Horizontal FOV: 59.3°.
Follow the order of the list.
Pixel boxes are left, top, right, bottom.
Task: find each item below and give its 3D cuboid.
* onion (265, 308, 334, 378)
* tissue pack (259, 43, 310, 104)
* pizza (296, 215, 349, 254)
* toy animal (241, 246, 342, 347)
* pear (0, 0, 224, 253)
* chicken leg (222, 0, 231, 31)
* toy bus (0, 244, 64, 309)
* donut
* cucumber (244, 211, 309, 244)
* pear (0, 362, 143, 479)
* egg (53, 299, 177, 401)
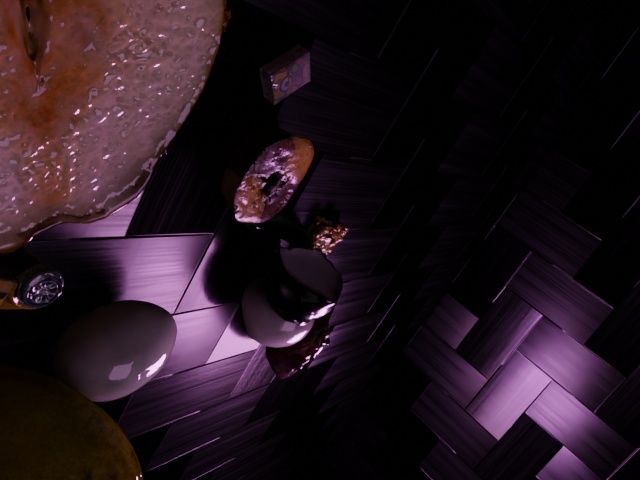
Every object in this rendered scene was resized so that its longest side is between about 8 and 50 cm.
[{"bbox_3d":[-0.055,0.231,1.426,0.227,0.120,0.283,-57,-173,-22],"label":"onion"},{"bbox_3d":[-0.054,-0.264,0.895,0.083,0.035,0.063,-38,153,-20],"label":"tissue pack"},{"bbox_3d":[0.000,0.001,1.338,0.175,0.046,0.134,-40,153,-17],"label":"pizza"},{"bbox_3d":[-0.074,0.136,1.263,0.187,0.165,0.235,7,137,-41],"label":"toy animal"},{"bbox_3d":[-0.268,-0.194,0.466,0.340,0.191,0.386,-23,148,-41],"label":"pear"},{"bbox_3d":[-0.175,-0.285,0.617,0.207,0.101,0.085,20,79,-54],"label":"chicken leg"},{"bbox_3d":[-0.436,0.024,0.575,0.123,0.121,0.335,-54,153,1],"label":"toy bus"},{"bbox_3d":[-0.098,-0.119,0.984,0.166,0.073,0.184,-18,142,-48],"label":"donut"},{"bbox_3d":[-0.081,-0.027,1.161,0.056,0.056,0.284,-52,158,8],"label":"cucumber"},{"bbox_3d":[-0.455,0.346,0.754,0.413,0.352,0.352,35,97,-31],"label":"pear"},{"bbox_3d":[-0.332,0.177,0.932,0.209,0.151,0.151,-25,146,-43],"label":"egg"}]
